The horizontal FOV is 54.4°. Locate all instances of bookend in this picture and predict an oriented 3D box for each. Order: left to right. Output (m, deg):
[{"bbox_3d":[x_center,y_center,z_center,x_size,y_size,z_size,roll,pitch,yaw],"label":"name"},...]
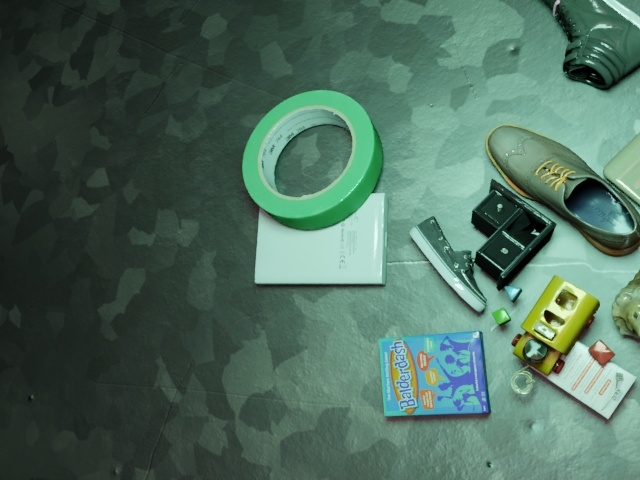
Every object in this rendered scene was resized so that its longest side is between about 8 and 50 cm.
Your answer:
[{"bbox_3d":[0.350,-0.013,1.235,0.156,0.072,0.157,-42,65,-11],"label":"bookend"}]

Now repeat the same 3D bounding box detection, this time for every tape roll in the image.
[{"bbox_3d":[-0.020,-0.186,1.423,0.321,0.077,0.321,-8,66,19],"label":"tape roll"}]

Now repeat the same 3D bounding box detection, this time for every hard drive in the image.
[{"bbox_3d":[0.000,0.000,1.422,0.308,0.040,0.203,-2,78,23],"label":"hard drive"}]

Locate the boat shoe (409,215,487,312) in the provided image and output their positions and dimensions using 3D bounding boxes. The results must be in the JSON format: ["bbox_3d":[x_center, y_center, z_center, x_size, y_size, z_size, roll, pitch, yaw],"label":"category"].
[{"bbox_3d":[0.277,0.042,1.282,0.076,0.080,0.228,-42,59,12],"label":"boat shoe"}]

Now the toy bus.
[{"bbox_3d":[0.412,0.162,1.123,0.191,0.104,0.202,-16,71,21],"label":"toy bus"}]

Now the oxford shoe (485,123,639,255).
[{"bbox_3d":[0.466,-0.122,1.200,0.364,0.133,0.130,42,97,25],"label":"oxford shoe"}]

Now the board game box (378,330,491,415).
[{"bbox_3d":[0.229,0.272,1.266,0.210,0.047,0.160,-9,76,22],"label":"board game box"}]

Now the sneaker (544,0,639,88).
[{"bbox_3d":[0.515,-0.424,1.257,0.147,0.104,0.296,-46,70,3],"label":"sneaker"}]

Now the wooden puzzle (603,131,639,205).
[{"bbox_3d":[0.752,-0.135,1.111,0.322,0.080,0.348,-46,66,8],"label":"wooden puzzle"}]

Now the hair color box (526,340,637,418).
[{"bbox_3d":[0.484,0.244,1.161,0.167,0.053,0.093,35,93,27],"label":"hair color box"}]

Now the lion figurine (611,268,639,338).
[{"bbox_3d":[0.636,-0.006,1.054,0.240,0.142,0.392,8,100,39],"label":"lion figurine"}]
